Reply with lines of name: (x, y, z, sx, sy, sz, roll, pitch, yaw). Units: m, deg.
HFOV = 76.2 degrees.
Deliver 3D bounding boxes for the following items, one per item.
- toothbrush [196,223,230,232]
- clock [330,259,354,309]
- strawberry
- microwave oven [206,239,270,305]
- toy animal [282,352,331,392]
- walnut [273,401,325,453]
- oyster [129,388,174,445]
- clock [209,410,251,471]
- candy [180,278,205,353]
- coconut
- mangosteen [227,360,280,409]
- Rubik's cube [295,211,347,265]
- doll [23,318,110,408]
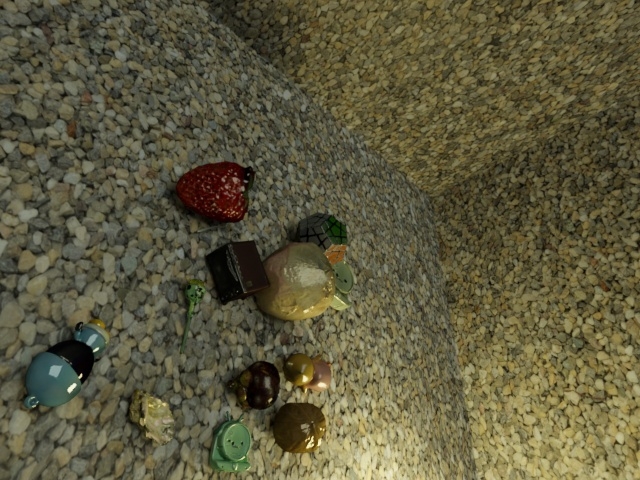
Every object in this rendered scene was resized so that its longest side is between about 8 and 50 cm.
toothbrush: (-0.504, -0.059, 1.928, 0.204, 0.017, 0.022, -23, 97, -53)
clock: (0.087, 0.217, 2.373, 0.265, 0.109, 0.324, 39, 42, -26)
strawberry: (-0.472, -0.226, 1.891, 0.310, 0.291, 0.291, 8, 50, 4)
microwave oven: (-0.376, 0.139, 1.820, 0.188, 0.178, 0.247, -11, 76, -52)
toy animal: (-0.067, 0.613, 1.905, 0.281, 0.169, 0.195, 32, 81, -30)
walnut: (-0.086, 0.786, 1.722, 0.228, 0.228, 0.227, 28, 49, -37)
oyster: (-0.577, 0.611, 1.391, 0.132, 0.072, 0.209, -84, 152, -45)
clock: (-0.337, 0.769, 1.568, 0.159, 0.066, 0.210, 28, 48, -38)
candy: (-0.526, 0.299, 1.640, 0.091, 0.083, 0.305, 72, 21, -62)
coconut: (-0.097, 0.193, 1.963, 0.405, 0.405, 0.404, 28, 49, -37)
mangosteen: (-0.273, 0.595, 1.680, 0.217, 0.192, 0.192, 5, 59, -13)
Rubik's cube: (0.000, 0.000, 2.265, 0.319, 0.319, 0.264, 40, 71, -27)
doll: (-0.772, 0.376, 1.246, 0.314, 0.141, 0.177, -69, 153, -59)
